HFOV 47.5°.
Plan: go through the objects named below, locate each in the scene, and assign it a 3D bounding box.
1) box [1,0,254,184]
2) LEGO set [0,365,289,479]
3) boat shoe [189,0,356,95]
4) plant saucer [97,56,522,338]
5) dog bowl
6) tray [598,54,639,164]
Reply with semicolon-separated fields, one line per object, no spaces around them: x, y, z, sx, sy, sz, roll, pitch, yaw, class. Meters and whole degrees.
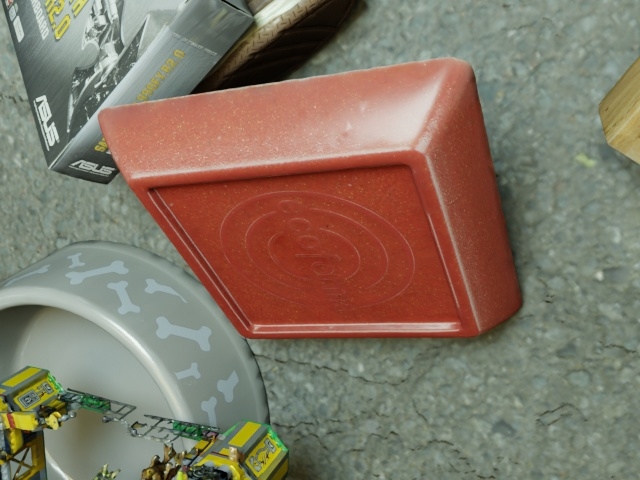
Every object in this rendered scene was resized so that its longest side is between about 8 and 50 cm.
-0.164;-0.188;0.565;0.183;0.056;0.231;-41;57;26;box
-0.189;0.250;0.557;0.331;0.192;0.255;16;109;16;LEGO set
-0.090;-0.158;0.582;0.257;0.095;0.095;-32;85;25;boat shoe
0.000;0.000;0.529;0.259;0.048;0.258;-4;140;21;plant saucer
-0.227;0.178;0.716;0.348;0.102;0.349;5;106;19;dog bowl
0.357;-0.166;0.353;0.202;0.076;0.411;30;125;-5;tray
